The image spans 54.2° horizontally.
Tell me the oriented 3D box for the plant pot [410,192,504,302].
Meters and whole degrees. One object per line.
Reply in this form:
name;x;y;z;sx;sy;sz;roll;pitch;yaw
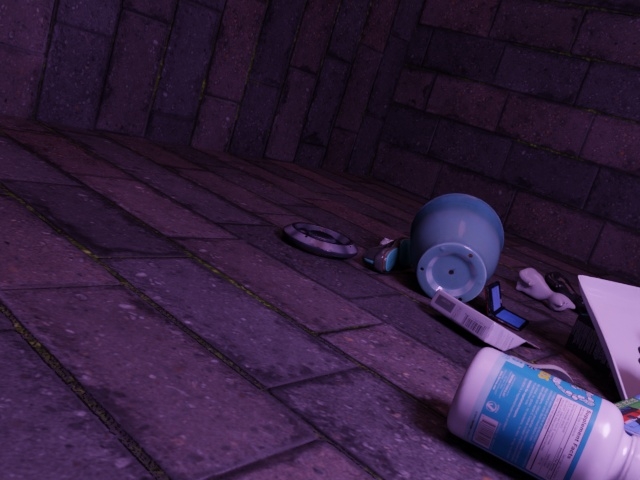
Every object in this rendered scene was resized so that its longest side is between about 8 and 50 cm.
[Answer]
plant pot;0.369;0.038;1.733;0.271;0.272;0.255;19;27;7

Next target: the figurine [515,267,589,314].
figurine;0.783;0.178;2.064;0.214;0.092;0.209;9;20;-31

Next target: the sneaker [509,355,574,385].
sneaker;0.406;0.290;1.138;0.222;0.083;0.118;18;30;-32

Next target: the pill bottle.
pill bottle;0.330;0.273;0.910;0.264;0.146;0.146;24;14;24

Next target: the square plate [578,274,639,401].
square plate;0.761;0.258;1.434;0.343;0.049;0.347;11;50;-22

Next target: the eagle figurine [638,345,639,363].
eagle figurine;0.827;0.277;1.278;0.298;0.225;0.226;5;-29;36

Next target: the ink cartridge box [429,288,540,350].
ink cartridge box;0.399;0.212;1.521;0.232;0.066;0.189;34;-1;-40

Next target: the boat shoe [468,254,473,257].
boat shoe;0.485;0.034;2.205;0.307;0.105;0.110;7;17;-39

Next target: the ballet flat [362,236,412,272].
ballet flat;0.206;0.035;1.872;0.096;0.095;0.280;11;8;27

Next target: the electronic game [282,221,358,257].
electronic game;0.000;0.000;1.828;0.229;0.048;0.229;16;14;-4

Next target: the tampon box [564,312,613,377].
tampon box;0.723;0.265;1.562;0.120;0.102;0.161;12;15;-21

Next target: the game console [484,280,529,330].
game console;0.509;0.176;1.705;0.085;0.124;0.144;-6;0;28

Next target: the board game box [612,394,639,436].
board game box;0.612;0.343;1.095;0.160;0.039;0.211;-7;16;-29
